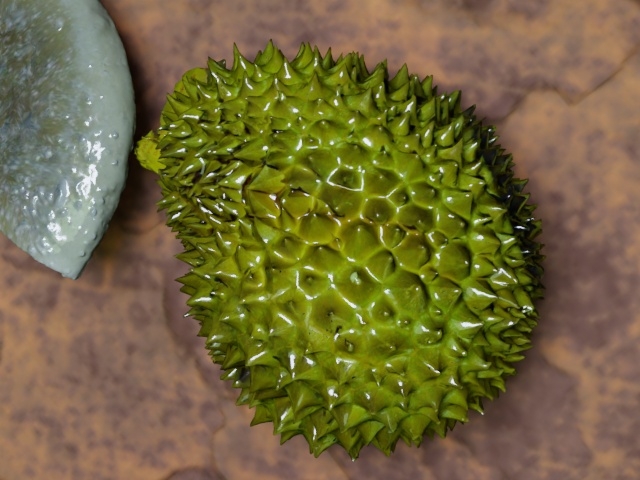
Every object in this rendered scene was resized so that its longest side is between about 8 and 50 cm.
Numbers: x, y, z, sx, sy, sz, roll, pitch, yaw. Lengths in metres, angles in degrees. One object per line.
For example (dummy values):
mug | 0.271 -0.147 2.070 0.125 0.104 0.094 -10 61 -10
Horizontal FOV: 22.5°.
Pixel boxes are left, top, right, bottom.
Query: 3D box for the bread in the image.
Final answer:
bread | -0.149 -0.081 0.747 0.193 0.036 0.112 40 101 27

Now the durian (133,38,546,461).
durian | 0.012 -0.003 0.696 0.159 0.146 0.198 -26 90 13
